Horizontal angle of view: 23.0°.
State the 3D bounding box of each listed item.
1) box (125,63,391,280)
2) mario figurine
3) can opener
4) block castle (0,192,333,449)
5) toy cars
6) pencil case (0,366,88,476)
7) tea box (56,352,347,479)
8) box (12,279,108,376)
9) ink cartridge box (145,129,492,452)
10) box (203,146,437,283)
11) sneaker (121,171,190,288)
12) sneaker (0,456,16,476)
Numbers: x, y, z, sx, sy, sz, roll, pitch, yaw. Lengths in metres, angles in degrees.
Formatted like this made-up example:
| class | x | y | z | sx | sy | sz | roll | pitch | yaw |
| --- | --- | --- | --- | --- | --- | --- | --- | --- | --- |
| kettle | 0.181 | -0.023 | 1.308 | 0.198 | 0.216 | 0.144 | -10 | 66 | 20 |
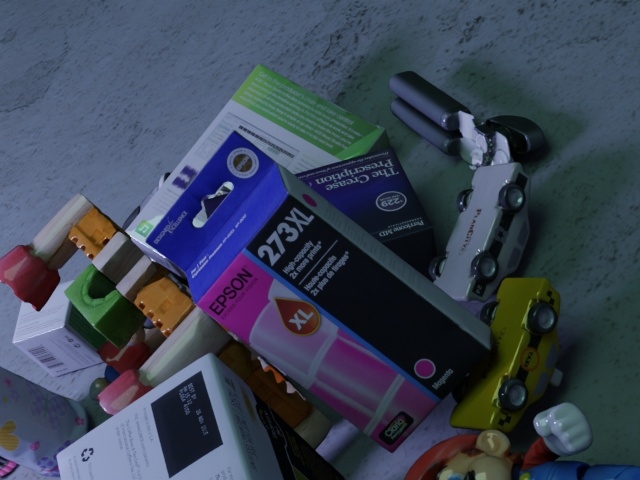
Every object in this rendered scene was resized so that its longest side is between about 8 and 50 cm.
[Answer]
| class | x | y | z | sx | sy | sz | roll | pitch | yaw |
| --- | --- | --- | --- | --- | --- | --- | --- | --- | --- |
| box | -0.086 | -0.070 | 2.191 | 0.232 | 0.058 | 0.322 | 31 | 76 | 26 |
| mario figurine | 0.211 | 0.280 | 1.606 | 0.320 | 0.170 | 0.198 | 1 | 58 | 39 |
| can opener | 0.189 | -0.153 | 2.104 | 0.093 | 0.074 | 0.280 | -19 | 33 | -26 |
| block castle | -0.215 | 0.159 | 1.972 | 0.213 | 0.303 | 0.453 | -48 | 38 | -3 |
| toy cars | 0.218 | 0.072 | 1.851 | 0.176 | 0.087 | 0.394 | -43 | 31 | 29 |
| pencil case | -0.443 | 0.221 | 2.137 | 0.113 | 0.273 | 0.124 | -36 | 41 | 20 |
| tea box | -0.079 | 0.359 | 1.656 | 0.220 | 0.323 | 0.329 | -34 | 39 | 10 |
| box | -0.373 | 0.129 | 2.292 | 0.102 | 0.101 | 0.087 | -18 | 45 | 26 |
| ink cartridge box | -0.005 | 0.060 | 1.745 | 0.176 | 0.371 | 0.069 | -49 | 6 | 20 |
| box | 0.000 | 0.000 | 2.015 | 0.261 | 0.103 | 0.184 | -17 | 43 | -6 |
| sneaker | -0.242 | 0.019 | 2.309 | 0.132 | 0.086 | 0.229 | -34 | 39 | 35 |
| sneaker | -0.449 | 0.291 | 2.267 | 0.119 | 0.047 | 0.057 | -53 | 18 | -13 |
